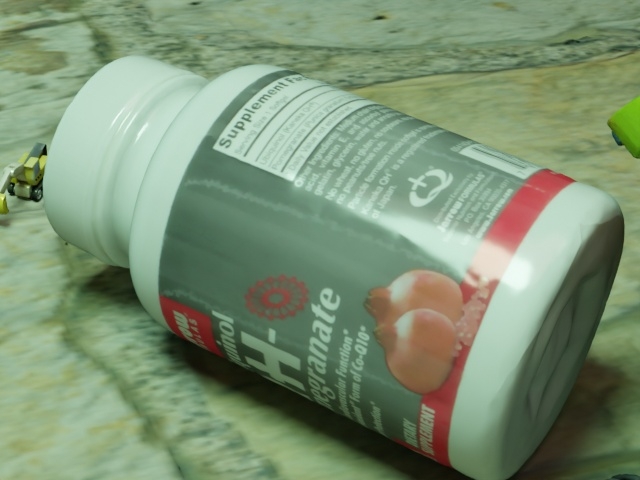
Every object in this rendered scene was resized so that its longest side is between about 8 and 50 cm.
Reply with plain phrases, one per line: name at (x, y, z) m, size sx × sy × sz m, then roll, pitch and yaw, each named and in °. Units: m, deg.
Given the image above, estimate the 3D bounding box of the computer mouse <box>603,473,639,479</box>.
computer mouse at (0.255, 0.089, 0.594) m, size 0.188 × 0.072 × 0.272 m, roll 30°, pitch 52°, yaw 35°

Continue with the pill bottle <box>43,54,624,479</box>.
pill bottle at (0.000, 0.000, 0.790) m, size 0.318 × 0.176 × 0.176 m, roll 23°, pitch 37°, yaw 22°

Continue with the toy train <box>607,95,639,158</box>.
toy train at (0.198, -0.021, 0.696) m, size 0.143 × 0.105 × 0.248 m, roll 64°, pitch 20°, yaw 7°

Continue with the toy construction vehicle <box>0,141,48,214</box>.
toy construction vehicle at (-0.239, -0.054, 0.949) m, size 0.086 × 0.035 × 0.098 m, roll 15°, pitch 34°, yaw 10°
